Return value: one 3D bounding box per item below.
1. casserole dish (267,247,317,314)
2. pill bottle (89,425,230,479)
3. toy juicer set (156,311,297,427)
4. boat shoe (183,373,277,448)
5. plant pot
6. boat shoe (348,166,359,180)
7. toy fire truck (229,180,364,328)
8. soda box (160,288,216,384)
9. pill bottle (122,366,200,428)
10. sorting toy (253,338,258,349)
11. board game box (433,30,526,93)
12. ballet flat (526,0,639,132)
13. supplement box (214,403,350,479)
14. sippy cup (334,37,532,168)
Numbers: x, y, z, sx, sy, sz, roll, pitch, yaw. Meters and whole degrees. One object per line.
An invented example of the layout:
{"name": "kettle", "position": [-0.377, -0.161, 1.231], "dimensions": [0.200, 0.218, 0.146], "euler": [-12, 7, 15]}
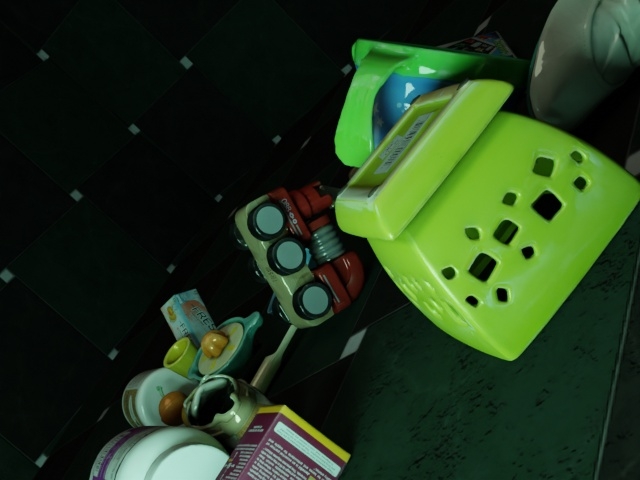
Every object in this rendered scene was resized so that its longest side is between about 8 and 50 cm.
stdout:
{"name": "casserole dish", "position": [-0.045, 0.082, 1.661], "dimensions": [0.114, 0.037, 0.188], "euler": [-43, 15, 28]}
{"name": "pill bottle", "position": [-0.212, 0.343, 1.191], "dimensions": [0.169, 0.169, 0.301], "euler": [-56, 14, -23]}
{"name": "toy juicer set", "position": [-0.178, 0.220, 1.488], "dimensions": [0.329, 0.089, 0.209], "euler": [-26, 32, 35]}
{"name": "boat shoe", "position": [-0.144, 0.246, 1.279], "dimensions": [0.113, 0.103, 0.302], "euler": [-57, 23, -20]}
{"name": "plant pot", "position": [0.156, -0.038, 0.915], "dimensions": [0.228, 0.207, 0.227], "euler": [-51, 12, -5]}
{"name": "boat shoe", "position": [0.136, -0.191, 1.667], "dimensions": [0.302, 0.098, 0.109], "euler": [-33, 21, 53]}
{"name": "toy fire truck", "position": [0.000, 0.000, 1.407], "dimensions": [0.246, 0.217, 0.158], "euler": [-31, 3, -26]}
{"name": "soda box", "position": [-0.240, 0.190, 1.692], "dimensions": [0.058, 0.183, 0.063], "euler": [-16, -18, -48]}
{"name": "pill bottle", "position": [-0.327, 0.323, 1.726], "dimensions": [0.131, 0.131, 0.229], "euler": [-56, 13, -23]}
{"name": "sorting toy", "position": [-0.156, 0.207, 1.669], "dimensions": [0.102, 0.061, 0.042], "euler": [164, 114, -77]}
{"name": "board game box", "position": [0.238, -0.292, 1.494], "dimensions": [0.193, 0.053, 0.305], "euler": [-12, 22, 9]}
{"name": "ballet flat", "position": [0.387, -0.297, 1.080], "dimensions": [0.400, 0.139, 0.139], "euler": [-56, 14, -26]}
{"name": "supplement box", "position": [-0.065, 0.292, 0.966], "dimensions": [0.188, 0.104, 0.081], "euler": [-56, 13, -24]}
{"name": "sippy cup", "position": [0.146, -0.142, 1.140], "dimensions": [0.240, 0.305, 0.224], "euler": [-133, 49, -69]}
